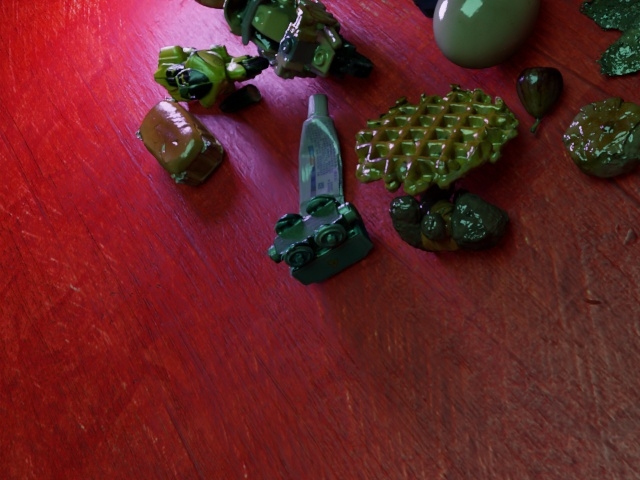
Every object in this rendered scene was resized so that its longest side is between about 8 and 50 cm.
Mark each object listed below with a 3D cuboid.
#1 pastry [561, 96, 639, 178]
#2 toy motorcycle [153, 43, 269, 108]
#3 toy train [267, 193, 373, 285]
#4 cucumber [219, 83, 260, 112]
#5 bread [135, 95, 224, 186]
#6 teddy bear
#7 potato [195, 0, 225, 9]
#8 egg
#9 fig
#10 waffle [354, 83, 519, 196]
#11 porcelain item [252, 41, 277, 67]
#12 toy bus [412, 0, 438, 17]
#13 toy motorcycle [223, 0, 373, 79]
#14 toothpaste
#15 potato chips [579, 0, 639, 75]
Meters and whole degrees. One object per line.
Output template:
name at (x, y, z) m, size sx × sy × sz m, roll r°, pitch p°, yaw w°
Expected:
pastry at (0.500, -0.180, 1.444) m, size 0.153 × 0.081 × 0.153 m, roll -24°, pitch 51°, yaw 32°
toy motorcycle at (-0.284, -0.397, 1.990) m, size 0.342 × 0.206 × 0.142 m, roll 15°, pitch 117°, yaw 50°
toy train at (0.000, 0.000, 1.632) m, size 0.198 × 0.154 × 0.107 m, roll -31°, pitch 51°, yaw 16°
cucumber at (-0.198, -0.335, 1.994) m, size 0.105 × 0.048 × 0.048 m, roll -24°, pitch 56°, yaw 25°
bread at (-0.343, -0.240, 2.004) m, size 0.136 × 0.107 × 0.241 m, roll -48°, pitch 50°, yaw 7°
teddy bear at (0.242, -0.034, 1.511) m, size 0.190 × 0.177 × 0.140 m, roll 8°, pitch 117°, yaw 36°
potato at (-0.231, -0.696, 2.129) m, size 0.197 × 0.148 × 0.228 m, roll 30°, pitch 86°, yaw 26°
egg at (0.329, -0.451, 1.619) m, size 0.188 × 0.188 × 0.253 m, roll 27°, pitch 77°, yaw 39°
fig at (0.409, -0.263, 1.556) m, size 0.089 × 0.089 × 0.125 m, roll 5°, pitch 97°, yaw 35°
waffle at (0.208, -0.196, 1.566) m, size 0.325 × 0.068 × 0.302 m, roll -23°, pitch 36°, yaw -10°
porcelain item at (-0.142, -0.459, 2.010) m, size 0.021 × 0.075 × 0.136 m, roll -37°, pitch 92°, yaw -10°
toy bus at (0.277, -0.599, 1.762) m, size 0.116 × 0.133 × 0.234 m, roll 11°, pitch 79°, yaw 36°
toy motorcycle at (-0.064, -0.471, 1.861) m, size 0.410 × 0.237 × 0.168 m, roll 42°, pitch 120°, yaw 39°
toothpaste at (0.000, -0.183, 1.789) m, size 0.099 × 0.068 × 0.282 m, roll -29°, pitch 59°, yaw 56°
potato chips at (0.579, -0.403, 1.537) m, size 0.202 × 0.029 × 0.220 m, roll -4°, pitch 63°, yaw 28°
